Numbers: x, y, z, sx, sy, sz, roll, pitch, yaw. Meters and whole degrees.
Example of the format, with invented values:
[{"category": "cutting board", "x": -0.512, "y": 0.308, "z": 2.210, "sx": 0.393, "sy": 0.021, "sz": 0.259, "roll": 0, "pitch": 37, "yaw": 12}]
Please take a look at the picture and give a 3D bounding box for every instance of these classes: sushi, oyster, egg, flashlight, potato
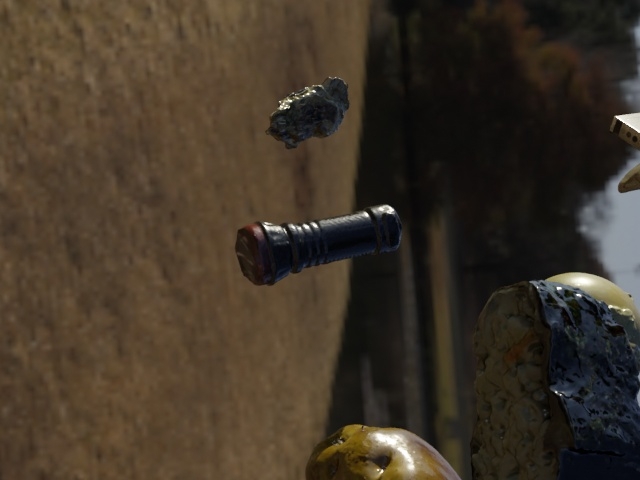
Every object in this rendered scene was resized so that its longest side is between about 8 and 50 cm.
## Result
[{"category": "sushi", "x": 0.297, "y": 0.220, "z": 1.880, "sx": 0.211, "sy": 0.171, "sz": 0.350, "roll": -39, "pitch": -134, "yaw": 52}, {"category": "oyster", "x": -0.023, "y": -0.184, "z": 2.301, "sx": 0.053, "sy": 0.166, "sz": 0.108, "roll": 52, "pitch": -32, "yaw": 32}, {"category": "egg", "x": 0.400, "y": 0.128, "z": 2.274, "sx": 0.201, "sy": 0.164, "sz": 0.164, "roll": 29, "pitch": 40, "yaw": -27}, {"category": "flashlight", "x": 0.000, "y": 0.000, "z": 2.108, "sx": 0.093, "sy": 0.232, "sz": 0.093, "roll": 43, "pitch": -41, "yaw": 54}, {"category": "potato", "x": 0.145, "y": 0.372, "z": 1.955, "sx": 0.176, "sy": 0.369, "sz": 0.195, "roll": -37, "pitch": 157, "yaw": -32}]

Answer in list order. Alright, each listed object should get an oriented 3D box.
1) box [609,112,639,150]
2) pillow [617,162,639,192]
[{"category": "box", "x": 0.608, "y": -0.143, "z": 2.491, "sx": 0.247, "sy": 0.129, "sz": 0.033, "roll": 43, "pitch": -52, "yaw": 41}, {"category": "pillow", "x": 0.387, "y": -0.082, "z": 1.571, "sx": 0.038, "sy": 0.131, "sz": 0.232, "roll": 58, "pitch": 1, "yaw": -6}]
